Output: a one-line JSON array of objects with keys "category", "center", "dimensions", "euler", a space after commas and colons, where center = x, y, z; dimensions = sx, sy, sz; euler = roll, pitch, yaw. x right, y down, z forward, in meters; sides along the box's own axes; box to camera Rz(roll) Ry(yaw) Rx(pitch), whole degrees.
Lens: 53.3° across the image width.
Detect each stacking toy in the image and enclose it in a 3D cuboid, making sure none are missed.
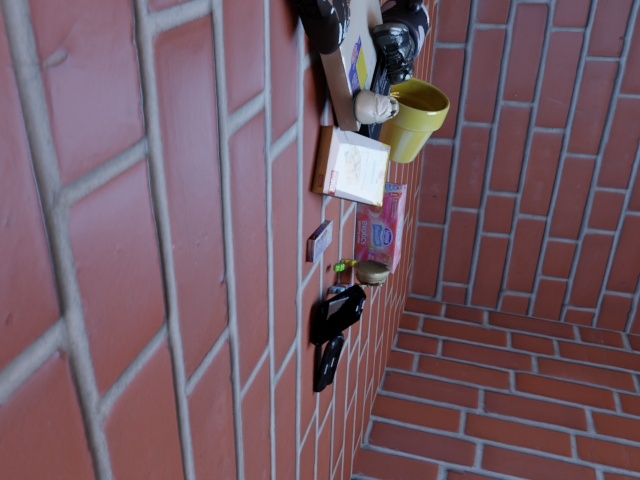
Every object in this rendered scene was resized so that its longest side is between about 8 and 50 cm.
[{"category": "stacking toy", "center": [0.058, 0.148, 1.997], "dimensions": [0.221, 0.052, 0.166], "euler": [-12, 108, -73]}]

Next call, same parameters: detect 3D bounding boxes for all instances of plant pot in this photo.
[{"category": "plant pot", "center": [0.291, -0.412, 2.228], "dimensions": [0.254, 0.254, 0.239], "euler": [-64, 174, -51]}]

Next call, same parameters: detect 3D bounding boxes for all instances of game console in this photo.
[{"category": "game console", "center": [0.033, 0.309, 1.913], "dimensions": [0.213, 0.044, 0.361], "euler": [-23, 134, -50]}]

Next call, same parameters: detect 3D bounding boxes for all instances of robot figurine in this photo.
[{"category": "robot figurine", "center": [0.238, -0.648, 1.973], "dimensions": [0.173, 0.209, 0.278], "euler": [61, 35, -33]}]

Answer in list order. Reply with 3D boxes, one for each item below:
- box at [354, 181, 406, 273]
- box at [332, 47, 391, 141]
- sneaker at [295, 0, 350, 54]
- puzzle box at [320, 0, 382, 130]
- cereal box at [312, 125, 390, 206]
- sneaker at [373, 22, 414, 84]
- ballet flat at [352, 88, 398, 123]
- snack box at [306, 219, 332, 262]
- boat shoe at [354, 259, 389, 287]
[{"category": "box", "center": [0.213, -0.049, 2.275], "dimensions": [0.142, 0.154, 0.299], "euler": [-57, 154, -59]}, {"category": "box", "center": [0.122, -0.399, 1.790], "dimensions": [0.184, 0.103, 0.261], "euler": [69, 32, -55]}, {"category": "sneaker", "center": [-0.020, -0.483, 1.206], "dimensions": [0.130, 0.109, 0.286], "euler": [-58, 145, -44]}, {"category": "puzzle box", "center": [0.084, -0.508, 1.578], "dimensions": [0.272, 0.052, 0.408], "euler": [71, 27, -51]}, {"category": "cereal box", "center": [0.085, -0.190, 1.668], "dimensions": [0.240, 0.047, 0.172], "euler": [8, 90, -47]}, {"category": "sneaker", "center": [0.202, -0.496, 1.699], "dimensions": [0.227, 0.087, 0.130], "euler": [9, 76, -70]}, {"category": "ballet flat", "center": [0.145, -0.330, 1.576], "dimensions": [0.248, 0.086, 0.086], "euler": [-33, 131, -69]}, {"category": "snack box", "center": [0.000, 0.000, 1.715], "dimensions": [0.178, 0.022, 0.064], "euler": [-49, 146, -66]}, {"category": "boat shoe", "center": [0.174, 0.122, 2.122], "dimensions": [0.285, 0.105, 0.089], "euler": [-3, 112, -75]}]
